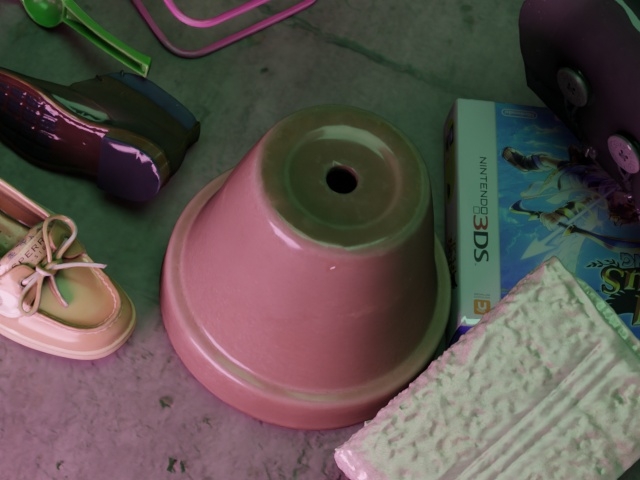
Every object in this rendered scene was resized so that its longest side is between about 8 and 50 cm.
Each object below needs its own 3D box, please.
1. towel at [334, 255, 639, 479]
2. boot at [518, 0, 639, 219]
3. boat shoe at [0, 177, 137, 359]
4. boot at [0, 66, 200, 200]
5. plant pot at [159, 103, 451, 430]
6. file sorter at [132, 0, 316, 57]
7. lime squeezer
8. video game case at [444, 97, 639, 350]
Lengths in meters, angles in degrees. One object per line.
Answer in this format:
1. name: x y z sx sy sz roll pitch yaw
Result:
1. towel: 0.167 0.163 1.654 0.282 0.049 0.187 -40 84 -15
2. boot: 0.344 -0.094 1.597 0.146 0.367 0.445 -22 64 -19
3. boat shoe: -0.285 0.002 1.673 0.285 0.089 0.104 32 61 8
4. boot: -0.218 -0.116 1.775 0.219 0.082 0.106 29 38 12
5. plant pot: 0.000 0.000 1.646 0.263 0.229 0.263 4 60 -7
6. file sorter: -0.082 -0.332 1.781 0.202 0.290 0.182 -28 73 -23
7. lime squeezer: -0.304 -0.219 1.806 0.310 0.059 0.110 13 53 -2
8. video game case: 0.252 -0.005 1.789 0.270 0.061 0.244 5 62 -7
